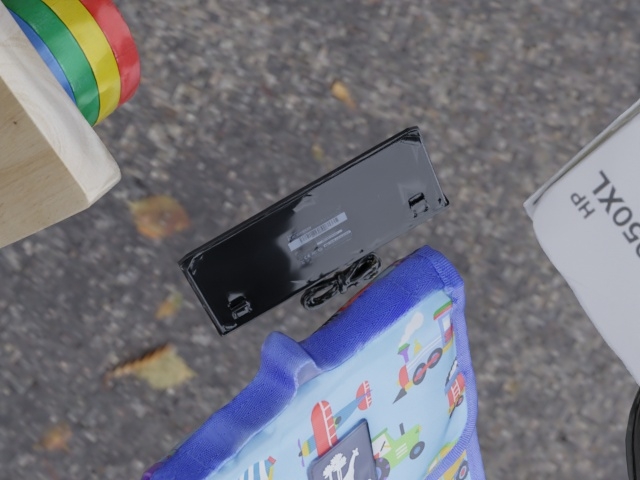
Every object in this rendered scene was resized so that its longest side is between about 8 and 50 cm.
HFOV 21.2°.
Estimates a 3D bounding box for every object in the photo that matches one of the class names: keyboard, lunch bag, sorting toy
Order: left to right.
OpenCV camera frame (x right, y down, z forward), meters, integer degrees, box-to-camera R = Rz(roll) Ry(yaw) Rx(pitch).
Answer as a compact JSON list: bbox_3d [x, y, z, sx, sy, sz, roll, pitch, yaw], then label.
[{"bbox_3d":[-0.215,-0.122,0.904,0.089,0.257,0.255,-41,103,-31],"label":"sorting toy"},{"bbox_3d":[-0.012,0.137,0.993,0.221,0.138,0.293,-38,150,-24],"label":"lunch bag"},{"bbox_3d":[0.000,0.000,1.142,0.180,0.023,0.108,-29,134,-4],"label":"keyboard"}]

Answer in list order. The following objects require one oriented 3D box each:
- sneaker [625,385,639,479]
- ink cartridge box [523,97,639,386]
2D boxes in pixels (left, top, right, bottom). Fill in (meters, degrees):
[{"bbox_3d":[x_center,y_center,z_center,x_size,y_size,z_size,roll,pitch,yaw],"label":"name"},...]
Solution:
[{"bbox_3d":[0.170,0.090,0.314,0.125,0.341,0.140,-42,130,-4],"label":"sneaker"},{"bbox_3d":[0.333,0.028,0.968,0.166,0.285,0.395,-44,162,31],"label":"ink cartridge box"}]
